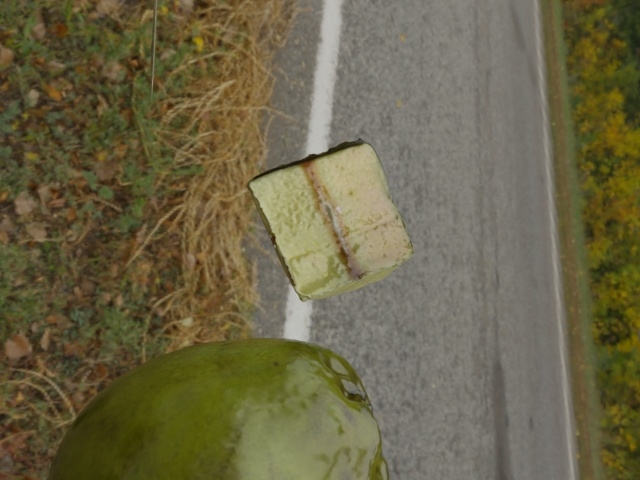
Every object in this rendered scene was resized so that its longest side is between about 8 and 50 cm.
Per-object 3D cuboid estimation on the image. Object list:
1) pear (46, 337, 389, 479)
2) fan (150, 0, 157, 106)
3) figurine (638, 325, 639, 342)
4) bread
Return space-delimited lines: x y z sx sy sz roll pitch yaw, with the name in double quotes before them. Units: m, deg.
"pear" -0.117 0.276 0.725 0.352 0.413 0.352 41 10 -9
"fan" -0.011 -0.216 0.100 0.233 0.012 0.414 -103 -159 -53
"figurine" 0.325 0.037 0.441 0.127 0.234 0.185 26 91 -32
"bread" 0.001 0.000 0.949 0.264 0.163 0.167 117 -49 -74
